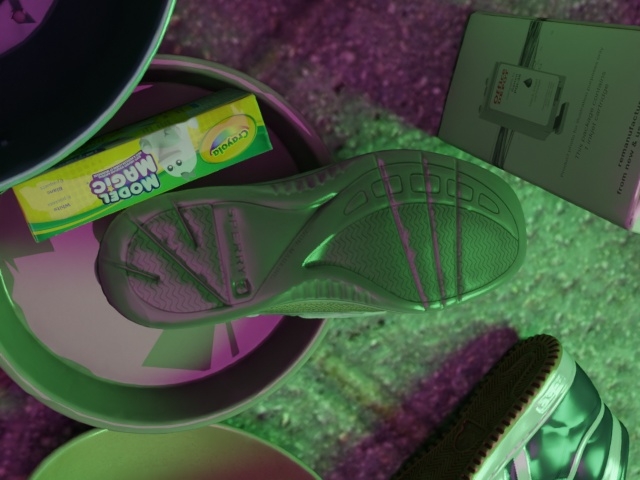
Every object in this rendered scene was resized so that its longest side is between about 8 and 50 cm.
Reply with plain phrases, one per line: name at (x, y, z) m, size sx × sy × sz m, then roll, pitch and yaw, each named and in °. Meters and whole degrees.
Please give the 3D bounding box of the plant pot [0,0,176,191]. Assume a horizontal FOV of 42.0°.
plant pot at (-0.234, -0.180, 0.471) m, size 0.292 × 0.235 × 0.293 m, roll -4°, pitch 104°, yaw -15°

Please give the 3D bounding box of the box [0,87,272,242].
box at (-0.128, -0.050, 0.546) m, size 0.179 × 0.105 × 0.043 m, roll -21°, pitch 106°, yaw -9°

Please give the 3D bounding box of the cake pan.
cake pan at (-0.122, 0.005, 0.646) m, size 0.293 × 0.054 × 0.293 m, roll -4°, pitch 105°, yaw -15°

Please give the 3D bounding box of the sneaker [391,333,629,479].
sneaker at (0.166, 0.238, 0.764) m, size 0.153 × 0.099 × 0.282 m, roll 43°, pitch 86°, yaw -19°

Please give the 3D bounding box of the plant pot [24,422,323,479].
plant pot at (-0.126, 0.326, 0.642) m, size 0.256 × 0.256 × 0.274 m, roll 9°, pitch 117°, yaw -18°

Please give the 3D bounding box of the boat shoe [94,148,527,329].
boat shoe at (-0.001, 0.003, 0.608) m, size 0.320 × 0.103 × 0.118 m, roll -9°, pitch 92°, yaw -19°

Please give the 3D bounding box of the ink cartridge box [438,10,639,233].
ink cartridge box at (0.241, -0.082, 0.608) m, size 0.207 × 0.283 × 0.117 m, roll 10°, pitch 104°, yaw -18°
